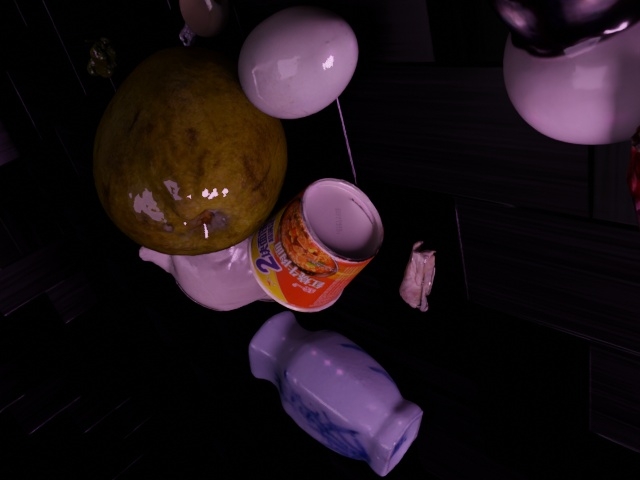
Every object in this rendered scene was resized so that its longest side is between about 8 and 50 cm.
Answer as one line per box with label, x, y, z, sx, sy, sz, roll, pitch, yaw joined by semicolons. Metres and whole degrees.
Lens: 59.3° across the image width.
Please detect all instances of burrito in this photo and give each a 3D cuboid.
burrito;0.169;0.064;0.975;0.055;0.041;0.149;21;138;20

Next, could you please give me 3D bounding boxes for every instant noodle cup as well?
instant noodle cup;0.000;0.000;0.996;0.213;0.213;0.174;51;138;3

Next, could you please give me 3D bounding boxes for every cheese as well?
cheese;-0.221;-0.407;1.010;0.171;0.047;0.092;5;123;50

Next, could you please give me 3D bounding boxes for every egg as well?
egg;-0.033;-0.259;0.820;0.209;0.151;0.151;-7;115;52

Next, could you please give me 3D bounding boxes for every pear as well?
pear;-0.220;-0.148;0.986;0.413;0.351;0.352;-111;14;-46

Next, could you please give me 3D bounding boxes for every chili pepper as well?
chili pepper;-0.505;-0.433;1.320;0.072;0.073;0.204;44;163;-19

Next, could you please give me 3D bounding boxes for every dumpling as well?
dumpling;-0.208;0.053;1.284;0.341;0.181;0.260;42;134;-13

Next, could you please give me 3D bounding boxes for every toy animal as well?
toy animal;0.246;-0.199;0.509;0.235;0.165;0.187;56;167;-32

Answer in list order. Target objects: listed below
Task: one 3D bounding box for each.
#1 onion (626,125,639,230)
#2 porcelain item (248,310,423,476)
onion;0.376;-0.065;0.474;0.283;0.120;0.227;27;130;-11
porcelain item;0.028;0.338;1.288;0.405;0.178;0.243;30;141;27
